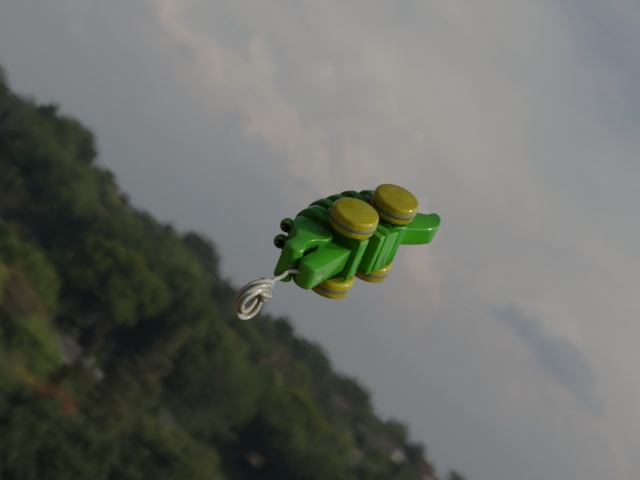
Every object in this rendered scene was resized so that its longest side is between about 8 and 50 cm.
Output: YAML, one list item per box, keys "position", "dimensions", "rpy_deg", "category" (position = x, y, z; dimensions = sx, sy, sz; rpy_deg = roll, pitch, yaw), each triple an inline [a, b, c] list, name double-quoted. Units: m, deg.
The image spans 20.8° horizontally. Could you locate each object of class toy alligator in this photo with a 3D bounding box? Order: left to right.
- position: [0.000, 0.000, 1.019]
  dimensions: [0.051, 0.056, 0.189]
  rpy_deg: [39, 35, 26]
  category: "toy alligator"
